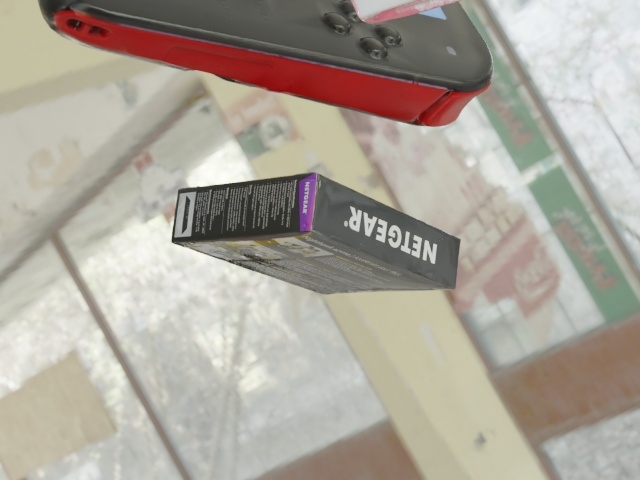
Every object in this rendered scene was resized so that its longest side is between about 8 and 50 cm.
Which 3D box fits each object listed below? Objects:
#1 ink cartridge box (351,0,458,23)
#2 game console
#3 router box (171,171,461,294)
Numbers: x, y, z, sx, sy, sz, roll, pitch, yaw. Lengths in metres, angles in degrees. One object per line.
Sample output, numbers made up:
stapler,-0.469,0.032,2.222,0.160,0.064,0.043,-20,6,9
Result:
ink cartridge box,0.078,-0.185,0.424,0.092,0.158,0.218,-11,17,48
game console,-0.069,-0.240,0.908,0.342,0.386,0.060,10,-50,-36
router box,0.000,0.000,0.933,0.133,0.046,0.179,-4,-16,39
